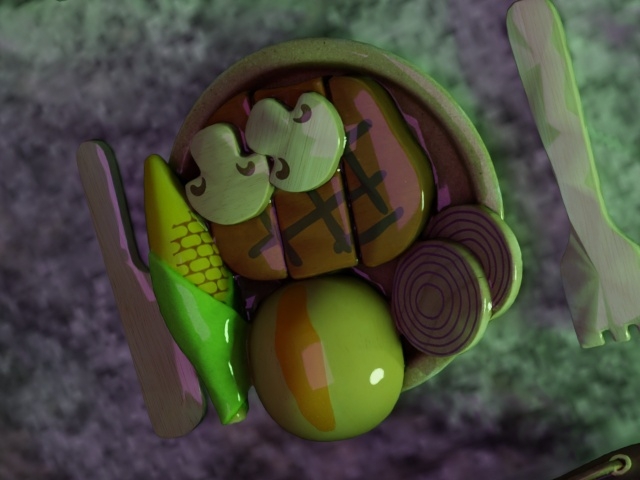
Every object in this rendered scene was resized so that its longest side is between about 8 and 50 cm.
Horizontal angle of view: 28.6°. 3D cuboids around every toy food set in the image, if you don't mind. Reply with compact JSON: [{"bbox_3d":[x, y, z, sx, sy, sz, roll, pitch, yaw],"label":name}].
[{"bbox_3d":[0.000,0.000,0.412,0.192,0.038,0.132,-16,93,25],"label":"toy food set"}]

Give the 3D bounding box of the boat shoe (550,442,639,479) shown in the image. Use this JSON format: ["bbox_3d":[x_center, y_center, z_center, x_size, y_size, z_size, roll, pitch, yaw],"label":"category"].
[{"bbox_3d":[0.039,0.132,0.410,0.207,0.073,0.073,-28,51,22],"label":"boat shoe"}]
